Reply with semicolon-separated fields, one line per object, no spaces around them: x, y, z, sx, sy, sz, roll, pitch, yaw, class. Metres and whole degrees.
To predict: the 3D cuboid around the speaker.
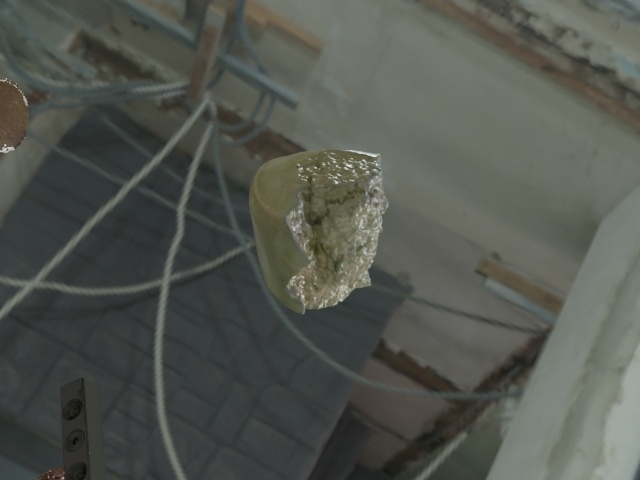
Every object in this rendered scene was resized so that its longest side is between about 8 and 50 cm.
-0.320;0.280;1.469;0.040;0.191;0.046;-24;-41;12;speaker

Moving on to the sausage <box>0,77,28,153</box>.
-0.593;-0.212;1.754;0.253;0.123;0.123;11;-30;35;sausage

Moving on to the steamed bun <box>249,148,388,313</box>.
0.000;0.000;1.542;0.200;0.170;0.225;0;-53;11;steamed bun

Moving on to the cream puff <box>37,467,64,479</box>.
-0.389;0.466;1.643;0.164;0.240;0.240;21;-23;-4;cream puff
